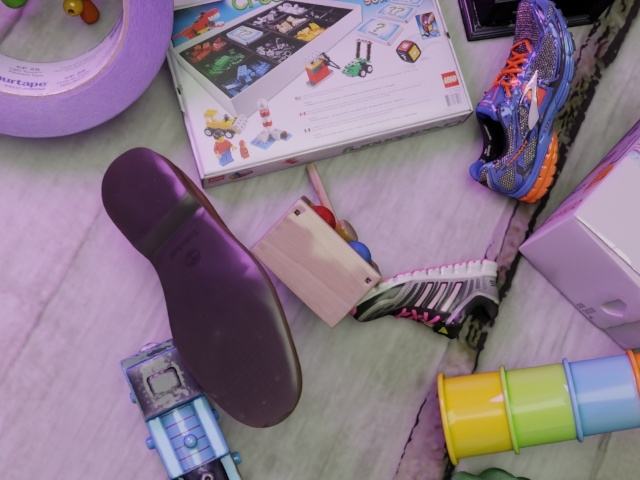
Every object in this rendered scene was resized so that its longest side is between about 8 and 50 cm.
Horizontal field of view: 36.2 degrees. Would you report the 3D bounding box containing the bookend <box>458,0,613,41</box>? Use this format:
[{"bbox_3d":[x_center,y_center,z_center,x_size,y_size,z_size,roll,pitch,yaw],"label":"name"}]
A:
[{"bbox_3d":[0.247,-0.291,1.067,0.156,0.157,0.072,-9,79,-9],"label":"bookend"}]

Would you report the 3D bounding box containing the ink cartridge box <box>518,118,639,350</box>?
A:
[{"bbox_3d":[0.361,-0.028,1.018,0.168,0.171,0.232,44,77,4],"label":"ink cartridge box"}]

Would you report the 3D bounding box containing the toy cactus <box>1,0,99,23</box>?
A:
[{"bbox_3d":[-0.279,-0.334,1.057,0.181,0.112,0.219,33,78,20],"label":"toy cactus"}]

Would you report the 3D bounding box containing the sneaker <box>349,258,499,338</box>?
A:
[{"bbox_3d":[0.115,0.069,1.021,0.171,0.063,0.074,-11,76,-18],"label":"sneaker"}]

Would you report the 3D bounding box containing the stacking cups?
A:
[{"bbox_3d":[0.279,0.156,0.968,0.316,0.096,0.096,-9,79,8],"label":"stacking cups"}]

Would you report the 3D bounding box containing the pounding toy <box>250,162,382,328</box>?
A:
[{"bbox_3d":[0.000,0.000,0.998,0.130,0.141,0.100,44,94,-2],"label":"pounding toy"}]

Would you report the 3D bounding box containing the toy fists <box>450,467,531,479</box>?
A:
[{"bbox_3d":[0.233,0.309,0.973,0.279,0.096,0.142,11,76,-3],"label":"toy fists"}]

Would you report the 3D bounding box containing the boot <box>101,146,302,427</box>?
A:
[{"bbox_3d":[-0.094,0.043,0.948,0.112,0.115,0.305,-37,68,12],"label":"boot"}]

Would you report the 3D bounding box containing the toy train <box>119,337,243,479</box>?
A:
[{"bbox_3d":[-0.133,0.182,0.950,0.080,0.105,0.184,-23,82,-10],"label":"toy train"}]

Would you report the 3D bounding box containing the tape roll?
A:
[{"bbox_3d":[-0.280,-0.240,0.946,0.275,0.090,0.274,-5,123,-7],"label":"tape roll"}]

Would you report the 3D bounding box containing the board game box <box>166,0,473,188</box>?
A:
[{"bbox_3d":[-0.007,-0.187,1.068,0.306,0.053,0.192,-14,81,-9],"label":"board game box"}]

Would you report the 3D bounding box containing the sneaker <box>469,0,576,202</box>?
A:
[{"bbox_3d":[0.211,-0.151,1.041,0.087,0.083,0.221,4,96,-16],"label":"sneaker"}]
